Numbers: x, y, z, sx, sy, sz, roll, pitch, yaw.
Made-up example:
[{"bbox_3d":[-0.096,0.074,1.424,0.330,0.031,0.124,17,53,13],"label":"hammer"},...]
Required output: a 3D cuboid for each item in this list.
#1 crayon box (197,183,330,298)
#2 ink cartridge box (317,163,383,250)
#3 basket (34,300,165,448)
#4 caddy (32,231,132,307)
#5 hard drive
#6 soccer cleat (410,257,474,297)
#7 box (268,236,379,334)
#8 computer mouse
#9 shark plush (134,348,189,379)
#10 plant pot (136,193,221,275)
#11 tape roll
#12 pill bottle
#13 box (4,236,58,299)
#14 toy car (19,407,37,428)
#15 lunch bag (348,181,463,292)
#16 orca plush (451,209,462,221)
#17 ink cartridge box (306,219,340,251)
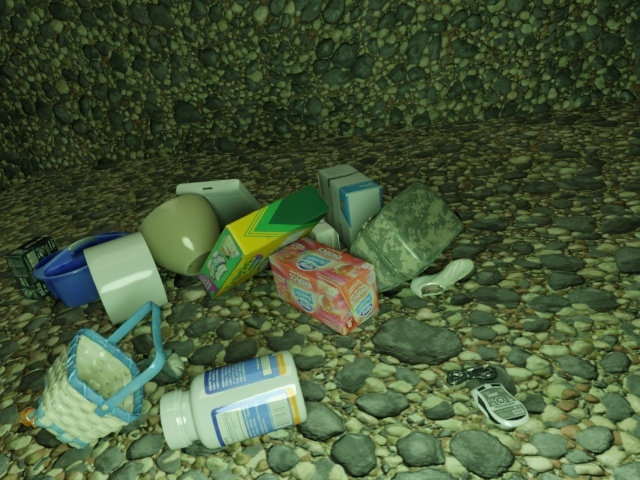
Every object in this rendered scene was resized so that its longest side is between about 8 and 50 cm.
[{"bbox_3d":[-0.179,0.011,1.455,0.313,0.106,0.363,-31,-8,-35],"label":"crayon box"},{"bbox_3d":[0.107,-0.120,1.709,0.129,0.223,0.307,-15,26,-12],"label":"ink cartridge box"},{"bbox_3d":[-0.469,0.287,1.081,0.289,0.201,0.254,-43,30,3],"label":"basket"},{"bbox_3d":[-0.809,0.077,1.688,0.241,0.179,0.341,16,36,41],"label":"caddy"},{"bbox_3d":[-0.350,-0.128,1.818,0.233,0.353,0.047,-4,71,12],"label":"hard drive"},{"bbox_3d":[0.346,0.110,1.347,0.196,0.068,0.076,-21,32,-6],"label":"soccer cleat"},{"bbox_3d":[0.006,0.118,1.349,0.142,0.154,0.300,-29,33,-31],"label":"box"},{"bbox_3d":[0.337,0.315,0.960,0.106,0.042,0.193,-9,20,-8],"label":"computer mouse"},{"bbox_3d":[-0.412,0.311,1.220,0.161,0.073,0.067,3,59,15],"label":"shark plush"},{"bbox_3d":[-0.451,0.010,1.649,0.284,0.284,0.191,-27,67,-32],"label":"plant pot"},{"bbox_3d":[-0.587,0.111,1.466,0.169,0.246,0.246,-22,29,-22],"label":"tape roll"},{"bbox_3d":[-0.174,0.329,0.984,0.272,0.152,0.152,-14,26,-7],"label":"pill bottle"},{"bbox_3d":[-0.995,0.097,1.709,0.078,0.180,0.147,0,29,19],"label":"box"},{"bbox_3d":[-0.699,0.425,1.100,0.060,0.040,0.122,13,33,38],"label":"toy car"},{"bbox_3d":[0.226,0.007,1.417,0.212,0.256,0.305,45,44,7],"label":"lunch bag"},{"bbox_3d":[0.342,-0.079,1.680,0.288,0.102,0.151,-3,27,15],"label":"orca plush"},{"bbox_3d":[0.000,0.000,1.626,0.067,0.115,0.198,-17,26,-17],"label":"ink cartridge box"}]
